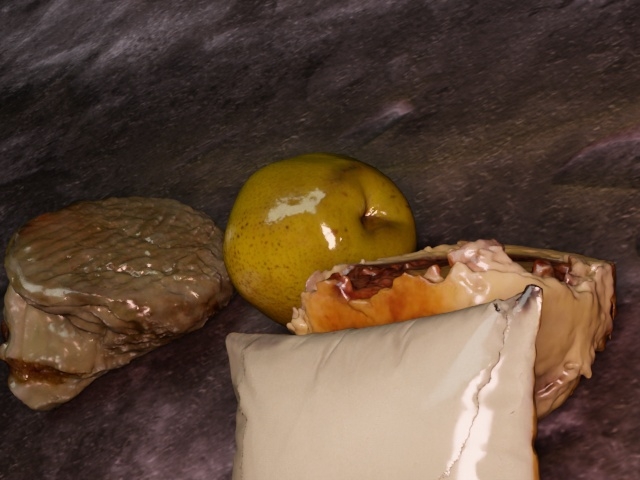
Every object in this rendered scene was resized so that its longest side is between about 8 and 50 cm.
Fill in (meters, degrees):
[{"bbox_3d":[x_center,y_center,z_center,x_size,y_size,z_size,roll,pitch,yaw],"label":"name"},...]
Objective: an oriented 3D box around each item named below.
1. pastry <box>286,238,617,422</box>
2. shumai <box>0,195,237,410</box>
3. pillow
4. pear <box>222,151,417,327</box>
[{"bbox_3d":[0.120,0.083,1.429,0.256,0.170,0.236,-4,1,39],"label":"pastry"},{"bbox_3d":[-0.223,0.077,1.877,0.271,0.204,0.222,2,36,-3],"label":"shumai"},{"bbox_3d":[0.045,0.204,1.285,0.310,0.119,0.312,-10,78,42],"label":"pillow"},{"bbox_3d":[-0.001,-0.001,1.664,0.198,0.198,0.198,-27,30,17],"label":"pear"}]
